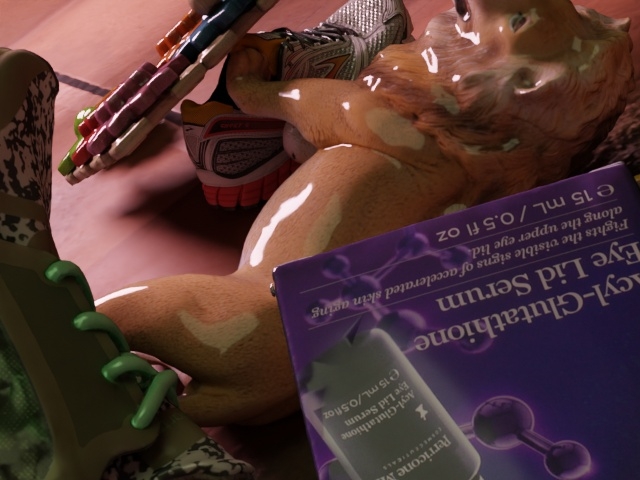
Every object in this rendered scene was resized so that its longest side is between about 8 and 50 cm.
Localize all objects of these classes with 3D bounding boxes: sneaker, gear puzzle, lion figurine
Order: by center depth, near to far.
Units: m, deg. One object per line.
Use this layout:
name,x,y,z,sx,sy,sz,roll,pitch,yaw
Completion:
sneaker,-0.119,0.092,0.629,0.182,0.158,0.410,-2,65,1
lion figurine,0.000,0.000,0.763,0.240,0.142,0.392,20,68,40
sneaker,-0.012,-0.121,0.958,0.088,0.092,0.225,8,44,43
gear puzzle,-0.129,-0.117,0.970,0.175,0.044,0.339,-48,12,-14

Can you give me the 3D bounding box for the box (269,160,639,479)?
box,0.081,0.093,0.500,0.153,0.108,0.207,-18,48,1

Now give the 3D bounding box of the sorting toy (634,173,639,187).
sorting toy,0.111,0.057,0.650,0.274,0.046,0.132,-35,32,-13
